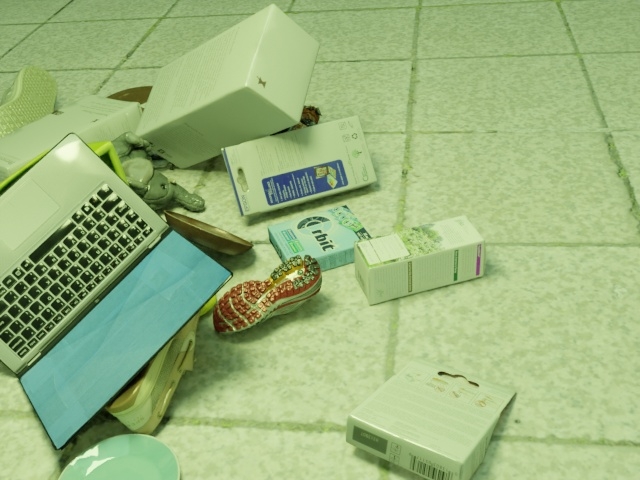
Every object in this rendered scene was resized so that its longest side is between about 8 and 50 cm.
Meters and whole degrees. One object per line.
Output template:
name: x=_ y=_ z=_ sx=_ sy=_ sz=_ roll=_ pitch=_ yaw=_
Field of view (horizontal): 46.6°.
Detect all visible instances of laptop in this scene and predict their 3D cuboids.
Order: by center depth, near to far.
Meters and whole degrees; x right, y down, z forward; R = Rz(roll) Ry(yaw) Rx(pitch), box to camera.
laptop: x=-0.430 y=0.058 z=1.259 sx=0.382 sy=0.408 sz=0.236 roll=-46 pitch=3 yaw=-12

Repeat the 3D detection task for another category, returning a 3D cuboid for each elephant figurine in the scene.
elephant figurine: x=-0.419 y=-0.131 z=1.727 sx=0.186 sy=0.169 sz=0.239 roll=-40 pitch=57 yaw=2

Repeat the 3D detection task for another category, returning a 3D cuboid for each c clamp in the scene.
c clamp: x=-0.437 y=-0.191 z=1.916 sx=0.160 sy=0.022 sz=0.137 roll=-14 pitch=31 yaw=-8

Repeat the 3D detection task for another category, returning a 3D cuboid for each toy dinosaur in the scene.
toy dinosaur: x=-0.093 y=-0.278 z=1.885 sx=0.218 sy=0.164 sz=0.322 roll=16 pitch=16 yaw=4

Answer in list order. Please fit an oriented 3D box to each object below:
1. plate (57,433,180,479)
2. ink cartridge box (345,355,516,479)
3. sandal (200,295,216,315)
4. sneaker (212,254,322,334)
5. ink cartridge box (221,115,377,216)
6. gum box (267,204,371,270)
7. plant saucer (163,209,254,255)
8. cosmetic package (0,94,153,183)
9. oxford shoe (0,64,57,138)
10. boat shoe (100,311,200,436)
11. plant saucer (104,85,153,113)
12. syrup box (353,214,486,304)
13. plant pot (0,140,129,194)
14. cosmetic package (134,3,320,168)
plate: x=-0.299 y=0.367 z=1.100 sx=0.188 sy=0.024 sz=0.188 roll=-3 pitch=36 yaw=2
ink cartridge box: x=0.176 y=0.274 z=1.154 sx=0.189 sy=0.066 sz=0.232 roll=16 pitch=20 yaw=29
sandal: x=-0.314 y=0.026 z=1.489 sx=0.126 sy=0.138 sz=0.317 roll=-30 pitch=40 yaw=-26
sneaker: x=-0.093 y=0.117 z=1.383 sx=0.225 sy=0.093 sz=0.088 roll=-26 pitch=57 yaw=-3
ink cartridge box: x=-0.050 y=-0.168 z=1.697 sx=0.332 sy=0.165 sz=0.065 roll=-15 pitch=-1 yaw=-15
gum box: x=0.000 y=0.000 z=1.557 sx=0.184 sy=0.041 sz=0.157 roll=-15 pitch=36 yaw=-14
plant saucer: x=-0.235 y=-0.011 z=1.538 sx=0.198 sy=0.036 sz=0.198 roll=21 pitch=2 yaw=-1
cosmetic package: x=-0.640 y=-0.214 z=1.851 sx=0.217 sy=0.156 sz=0.385 roll=15 pitch=38 yaw=36
oxford shoe: x=-0.843 y=-0.327 z=2.089 sx=0.130 sy=0.169 sz=0.449 roll=-39 pitch=35 yaw=26
boat shoe: x=-0.268 y=0.194 z=1.274 sx=0.109 sy=0.098 sz=0.302 roll=-15 pitch=33 yaw=26
plant saucer: x=-0.539 y=-0.392 z=2.197 sx=0.277 sy=0.041 sz=0.278 roll=-3 pitch=35 yaw=2
syrup box: x=0.190 y=0.036 z=1.431 sx=0.236 sy=0.096 sz=0.093 roll=-13 pitch=38 yaw=-10
plant pot: x=-0.550 y=-0.067 z=1.587 sx=0.207 sy=0.227 sz=0.228 roll=4 pitch=36 yaw=24
cosmetic package: x=-0.229 y=-0.346 z=1.751 sx=0.453 sy=0.161 sz=0.230 roll=-12 pitch=56 yaw=45
